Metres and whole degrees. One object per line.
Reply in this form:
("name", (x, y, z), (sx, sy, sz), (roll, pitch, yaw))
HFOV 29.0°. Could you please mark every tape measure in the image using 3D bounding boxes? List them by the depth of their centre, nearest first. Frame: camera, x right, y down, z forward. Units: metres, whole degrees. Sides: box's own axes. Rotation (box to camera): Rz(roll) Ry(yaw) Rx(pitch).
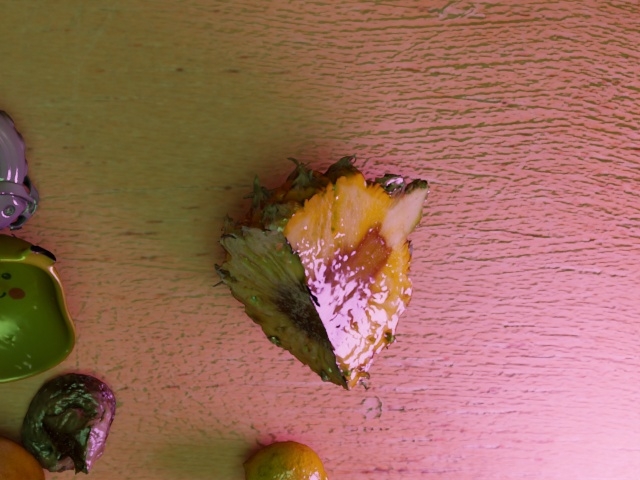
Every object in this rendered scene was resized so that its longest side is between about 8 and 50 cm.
("tape measure", (-0.487, -0.100, 1.614), (0.236, 0.120, 0.197), (-4, 109, -20))

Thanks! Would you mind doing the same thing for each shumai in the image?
("shumai", (-0.347, 0.254, 1.732), (0.123, 0.105, 0.139), (35, 66, -13))

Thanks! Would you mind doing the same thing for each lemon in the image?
("lemon", (-0.049, 0.345, 1.802), (0.133, 0.109, 0.109), (12, 98, -9))

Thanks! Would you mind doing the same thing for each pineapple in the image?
("pineapple", (0.002, -0.002, 1.744), (0.286, 0.209, 0.344), (-50, 136, -30))

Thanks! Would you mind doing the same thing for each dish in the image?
("dish", (-0.439, 0.071, 1.630), (0.221, 0.108, 0.262), (-5, 137, -14))

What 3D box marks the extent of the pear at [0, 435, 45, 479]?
("pear", (-0.475, 0.351, 1.666), (0.200, 0.200, 0.200), (-2, 101, -12))
